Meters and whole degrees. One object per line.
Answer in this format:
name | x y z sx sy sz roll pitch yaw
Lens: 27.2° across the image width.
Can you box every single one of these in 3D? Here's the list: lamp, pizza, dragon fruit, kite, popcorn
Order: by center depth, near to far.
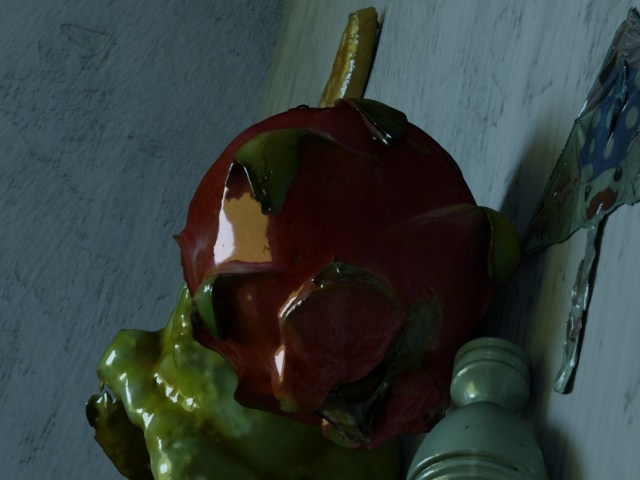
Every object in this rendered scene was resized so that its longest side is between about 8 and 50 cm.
lamp | 0.121 0.154 0.995 0.193 0.106 0.106 -76 6 -52
kite | 0.213 -0.038 1.008 0.335 0.011 0.314 137 146 -74
dragon fruit | 0.032 0.037 1.149 0.226 0.305 0.305 -132 57 -67
popcorn | -0.061 0.184 1.408 0.321 0.326 0.290 29 -109 -62
pizza | 0.040 -0.260 2.204 0.134 0.056 0.271 -122 46 -74
